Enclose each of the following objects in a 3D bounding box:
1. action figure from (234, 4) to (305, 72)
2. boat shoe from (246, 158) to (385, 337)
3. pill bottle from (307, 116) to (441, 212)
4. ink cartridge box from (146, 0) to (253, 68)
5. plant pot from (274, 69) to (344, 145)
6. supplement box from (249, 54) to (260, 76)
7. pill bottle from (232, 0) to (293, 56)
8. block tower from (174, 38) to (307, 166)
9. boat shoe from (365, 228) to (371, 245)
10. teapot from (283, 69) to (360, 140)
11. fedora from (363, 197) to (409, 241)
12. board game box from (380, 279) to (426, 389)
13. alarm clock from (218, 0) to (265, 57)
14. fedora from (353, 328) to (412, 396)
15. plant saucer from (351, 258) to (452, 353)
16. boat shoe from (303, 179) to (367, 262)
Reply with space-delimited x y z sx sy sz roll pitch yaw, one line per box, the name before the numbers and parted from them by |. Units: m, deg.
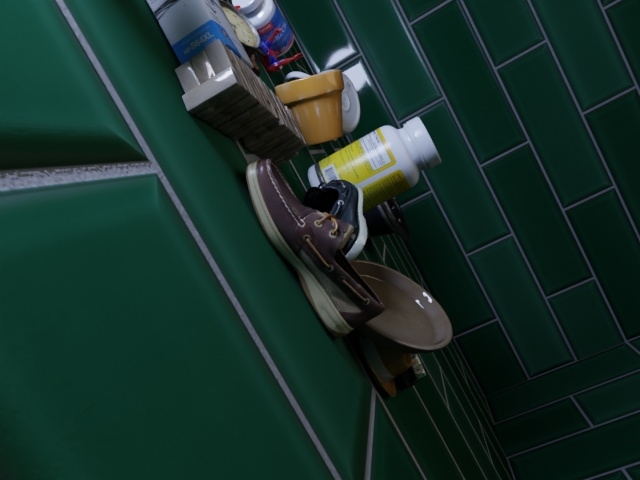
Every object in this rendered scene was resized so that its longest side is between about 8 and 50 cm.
action figure | -0.152 -0.605 1.399 0.091 0.139 0.280 68 12 16
boat shoe | 0.000 0.000 0.788 0.341 0.123 0.123 61 13 -8
pill bottle | 0.149 -0.196 1.280 0.187 0.334 0.188 57 14 -23
ink cartridge box | -0.218 -0.385 0.801 0.203 0.086 0.148 62 13 -1
plant pot | -0.015 -0.392 1.396 0.205 0.205 0.187 -73 150 -71
supplement box | -0.184 -0.437 1.127 0.055 0.043 0.083 44 23 -55
pill bottle | -0.183 -0.695 1.466 0.221 0.124 0.124 34 32 -62
block tower | -0.127 -0.233 0.842 0.097 0.091 0.335 65 13 11
boat shoe | 0.144 -0.017 1.539 0.040 0.049 0.142 68 12 19
teapot | 0.009 -0.485 1.678 0.253 0.187 0.255 -27 108 -50
fedora | 0.198 -0.105 1.684 0.334 0.153 0.334 54 19 -28
board game box | 0.168 0.213 1.097 0.136 0.030 0.259 94 -23 -63
alarm clock | -0.209 -0.456 1.005 0.192 0.064 0.129 -9 69 -59
fedora | 0.139 0.224 0.972 0.194 0.079 0.194 57 13 -22
plant saucer | 0.143 0.137 0.964 0.278 0.041 0.277 21 26 -10
boat shoe | 0.016 -0.070 1.013 0.113 0.127 0.340 33 26 -19
